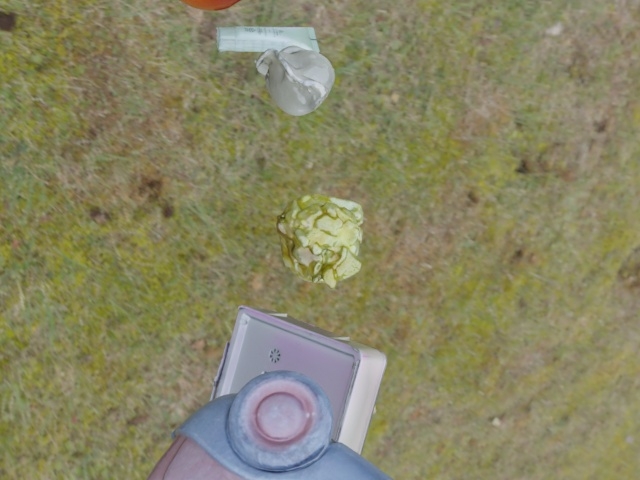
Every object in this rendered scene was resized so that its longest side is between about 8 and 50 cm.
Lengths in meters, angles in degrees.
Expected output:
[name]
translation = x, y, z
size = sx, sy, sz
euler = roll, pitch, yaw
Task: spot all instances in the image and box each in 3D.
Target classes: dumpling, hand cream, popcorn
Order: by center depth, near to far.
[dumpling]
translation = -0.044, -0.268, 1.596
size = 0.127, 0.188, 0.108
euler = 41, 88, -19
[popcorn]
translation = 0.001, 0.000, 1.942
size = 0.167, 0.187, 0.186
euler = -3, 93, 6
[hand cream]
translation = -0.107, -0.406, 1.988
size = 0.204, 0.078, 0.050
euler = -2, 140, -14

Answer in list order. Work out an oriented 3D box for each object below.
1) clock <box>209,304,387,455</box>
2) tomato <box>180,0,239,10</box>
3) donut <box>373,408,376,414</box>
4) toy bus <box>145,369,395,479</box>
[clock]
translation = -0.028, 0.169, 1.164
size = 0.071, 0.192, 0.147
euler = 13, 92, -53
[tomato]
translation = -0.184, -0.531, 1.748
size = 0.179, 0.260, 0.260
euler = 21, 97, 8
[donut]
translation = 0.011, 0.276, 1.977
size = 0.141, 0.217, 0.085
euler = -14, 125, -43
[toy bus]
translation = -0.015, 0.254, 0.674
size = 0.232, 0.294, 0.197
euler = -49, 160, -24
